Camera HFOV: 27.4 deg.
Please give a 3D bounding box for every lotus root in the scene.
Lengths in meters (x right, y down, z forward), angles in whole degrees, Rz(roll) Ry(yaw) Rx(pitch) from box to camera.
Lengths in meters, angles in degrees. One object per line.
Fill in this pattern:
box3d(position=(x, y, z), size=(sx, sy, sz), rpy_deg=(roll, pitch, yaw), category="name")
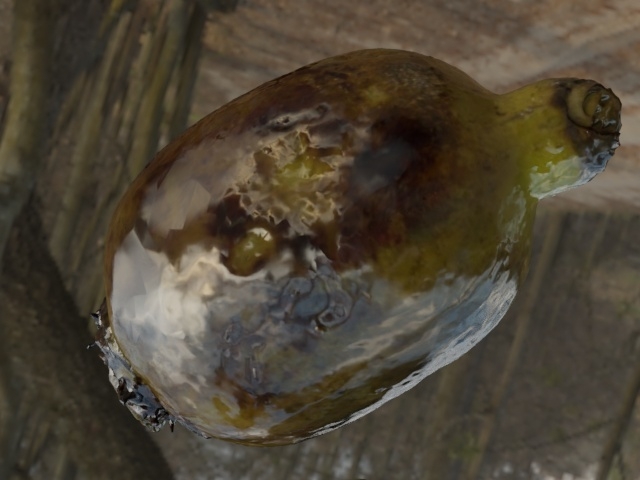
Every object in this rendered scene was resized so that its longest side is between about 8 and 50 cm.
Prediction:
box3d(position=(0.000, 0.000, 0.645), size=(0.314, 0.169, 0.141), rpy_deg=(-31, 163, 23), category="lotus root")

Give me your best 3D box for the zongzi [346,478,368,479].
box3d(position=(-0.068, 0.259, 1.101), size=(0.242, 0.221, 0.112), rpy_deg=(31, 160, 39), category="zongzi")
